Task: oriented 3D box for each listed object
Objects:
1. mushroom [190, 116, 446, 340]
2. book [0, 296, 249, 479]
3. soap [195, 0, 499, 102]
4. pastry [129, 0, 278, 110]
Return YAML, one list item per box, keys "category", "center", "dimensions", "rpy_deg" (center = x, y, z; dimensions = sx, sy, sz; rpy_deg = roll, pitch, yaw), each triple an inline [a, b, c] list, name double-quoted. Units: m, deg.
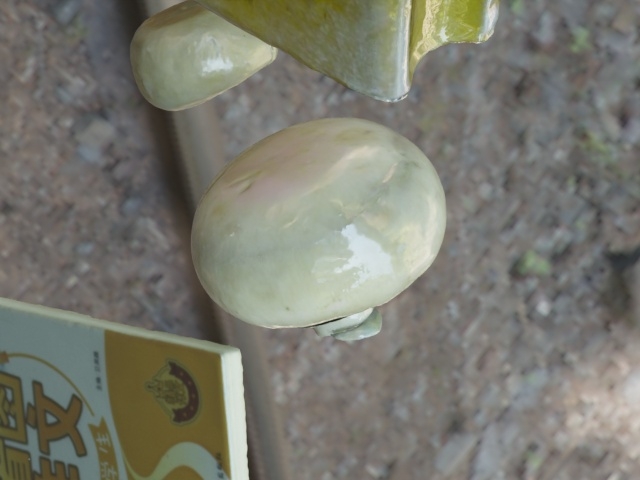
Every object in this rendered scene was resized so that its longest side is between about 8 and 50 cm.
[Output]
- category: "mushroom"
  center: [0.000, 0.000, 1.584]
  dimensions: [0.246, 0.246, 0.202]
  rpy_deg: [-32, 123, -30]
- category: "book"
  center: [-0.161, 0.147, 1.115]
  dimensions: [0.020, 0.295, 0.207]
  rpy_deg: [-20, 112, -48]
- category: "soap"
  center: [-0.011, -0.301, 1.116]
  dimensions: [0.156, 0.293, 0.335]
  rpy_deg: [-41, 149, -32]
- category: "pastry"
  center: [-0.119, -0.196, 1.695]
  dimensions: [0.156, 0.156, 0.092]
  rpy_deg: [-34, 117, -26]
